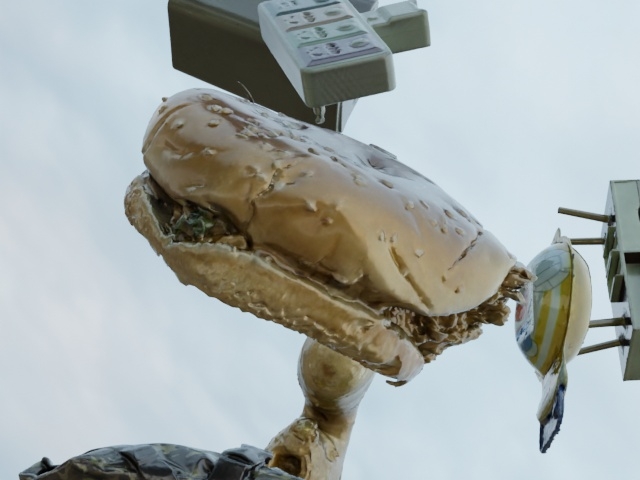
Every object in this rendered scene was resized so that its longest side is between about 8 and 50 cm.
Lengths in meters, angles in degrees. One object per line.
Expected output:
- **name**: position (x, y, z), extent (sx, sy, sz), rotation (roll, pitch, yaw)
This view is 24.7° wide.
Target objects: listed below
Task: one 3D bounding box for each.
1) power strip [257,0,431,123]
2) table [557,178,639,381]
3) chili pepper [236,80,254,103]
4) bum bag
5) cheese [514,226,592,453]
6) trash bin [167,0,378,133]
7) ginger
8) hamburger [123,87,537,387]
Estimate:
- **power strip**: position (0.031, -0.188, 1.395), extent (0.215, 0.145, 0.061), rotation (-117, -165, -60)
- **table**: position (0.370, 0.051, 1.900), extent (0.111, 0.240, 0.121), rotation (-2, -38, 2)
- **chili pepper**: position (-0.066, -0.095, 1.646), extent (0.084, 0.086, 0.192), rotation (-110, -176, -60)
- **bum bag**: position (-0.114, 0.195, 1.164), extent (0.102, 0.248, 0.069), rotation (170, -77, -74)
- **cheese**: position (0.264, 0.107, 1.657), extent (0.069, 0.270, 0.177), rotation (8, -36, -4)
- **trash bin**: position (-0.062, -0.251, 1.850), extent (0.240, 0.122, 0.164), rotation (20, -31, 12)
- **ginger**: position (-0.015, 0.255, 1.742), extent (0.122, 0.363, 0.348), rotation (23, -2, 18)
- **hamburger**: position (0.000, 0.000, 0.993), extent (0.286, 0.146, 0.243), rotation (30, 7, 4)
